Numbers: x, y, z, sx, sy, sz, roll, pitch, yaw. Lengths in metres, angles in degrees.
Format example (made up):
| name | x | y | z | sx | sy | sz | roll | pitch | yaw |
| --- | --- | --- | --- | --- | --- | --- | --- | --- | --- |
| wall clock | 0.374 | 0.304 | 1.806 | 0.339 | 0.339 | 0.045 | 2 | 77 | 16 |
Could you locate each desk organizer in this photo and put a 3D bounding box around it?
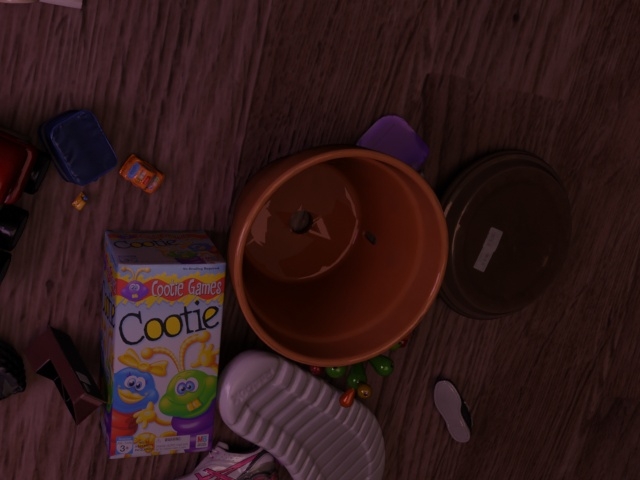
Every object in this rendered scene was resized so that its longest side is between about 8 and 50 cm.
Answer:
| name | x | y | z | sx | sy | sz | roll | pitch | yaw |
| --- | --- | --- | --- | --- | --- | --- | --- | --- | --- |
| desk organizer | -0.344 | 0.180 | 1.178 | 0.050 | 0.130 | 0.047 | -42 | 145 | 1 |

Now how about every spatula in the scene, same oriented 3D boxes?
| name | x | y | z | sx | sy | sz | roll | pitch | yaw |
| --- | --- | --- | --- | --- | --- | --- | --- | --- | --- |
| spatula | 0.169 | -0.069 | 1.335 | 0.084 | 0.030 | 0.296 | -47 | 120 | -6 |

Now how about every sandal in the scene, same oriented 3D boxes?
| name | x | y | z | sx | sy | sz | roll | pitch | yaw |
| --- | --- | --- | --- | --- | --- | --- | --- | --- | --- |
| sandal | -0.025 | 0.281 | 1.350 | 0.169 | 0.102 | 0.416 | -49 | 131 | -15 |

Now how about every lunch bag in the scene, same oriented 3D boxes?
| name | x | y | z | sx | sy | sz | roll | pitch | yaw |
| --- | --- | --- | --- | --- | --- | --- | --- | --- | --- |
| lunch bag | -0.310 | -0.117 | 1.129 | 0.067 | 0.065 | 0.098 | -34 | 116 | -24 |

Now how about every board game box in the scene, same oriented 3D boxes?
| name | x | y | z | sx | sy | sz | roll | pitch | yaw |
| --- | --- | --- | --- | --- | --- | --- | --- | --- | --- |
| board game box | -0.221 | 0.137 | 1.203 | 0.145 | 0.142 | 0.275 | 0 | 108 | -20 |

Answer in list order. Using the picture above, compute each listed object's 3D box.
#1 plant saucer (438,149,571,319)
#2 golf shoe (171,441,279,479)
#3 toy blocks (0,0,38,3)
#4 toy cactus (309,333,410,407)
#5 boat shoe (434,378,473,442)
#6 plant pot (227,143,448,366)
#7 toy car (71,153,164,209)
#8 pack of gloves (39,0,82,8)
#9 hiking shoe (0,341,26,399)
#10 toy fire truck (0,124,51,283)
| name | x | y | z | sx | sy | sz | roll | pitch | yaw |
| --- | --- | --- | --- | --- | --- | --- | --- | --- | --- |
| plant saucer | 0.291 | -0.002 | 1.378 | 0.278 | 0.041 | 0.277 | -8 | 109 | -25 |
| golf shoe | -0.161 | 0.354 | 1.351 | 0.186 | 0.067 | 0.085 | -12 | 80 | -11 |
| toy blocks | -0.382 | -0.344 | 0.989 | 0.123 | 0.054 | 0.148 | -8 | 114 | -28 |
| toy cactus | 0.032 | 0.145 | 1.305 | 0.181 | 0.219 | 0.112 | 37 | 123 | 14 |
| boat shoe | 0.225 | 0.278 | 1.471 | 0.046 | 0.038 | 0.125 | -14 | 113 | 30 |
| plant pot | 0.000 | 0.000 | 1.202 | 0.291 | 0.203 | 0.290 | -6 | 108 | -18 |
| toy car | -0.267 | -0.062 | 1.175 | 0.122 | 0.040 | 0.060 | -38 | 116 | -5 |
| pack of gloves | -0.387 | -0.390 | 1.029 | 0.232 | 0.046 | 0.195 | 2 | 108 | -31 |
| hiking shoe | -0.485 | 0.148 | 1.132 | 0.114 | 0.086 | 0.226 | -32 | 127 | 2 |
| toy fire truck | -0.436 | -0.029 | 1.005 | 0.159 | 0.246 | 0.217 | 23 | 99 | -11 |
